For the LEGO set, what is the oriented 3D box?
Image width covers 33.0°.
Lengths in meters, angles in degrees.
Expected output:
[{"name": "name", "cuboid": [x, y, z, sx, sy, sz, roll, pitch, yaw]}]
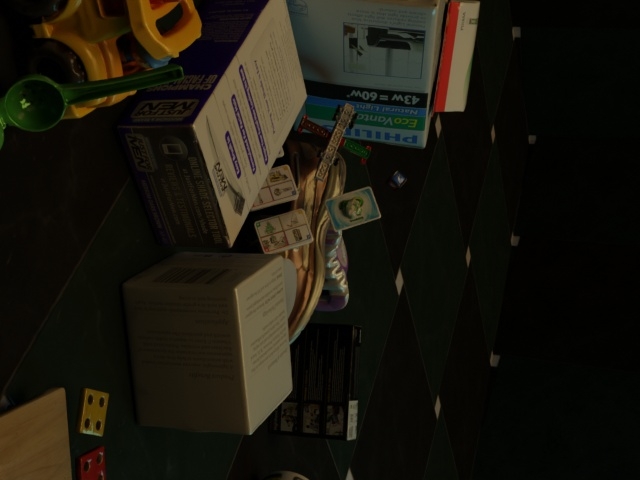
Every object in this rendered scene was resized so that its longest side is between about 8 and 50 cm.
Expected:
[{"name": "LEGO set", "cuboid": [-0.003, -0.094, 1.566, 0.060, 0.244, 0.182, 146, -75, -71]}]

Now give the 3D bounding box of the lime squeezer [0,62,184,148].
[{"name": "lime squeezer", "cuboid": [-0.279, -0.098, 0.995, 0.310, 0.110, 0.059, -34, 147, -30]}]

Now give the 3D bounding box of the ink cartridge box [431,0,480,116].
[{"name": "ink cartridge box", "cuboid": [0.221, -0.297, 1.747, 0.225, 0.056, 0.181, -64, 161, -74]}]

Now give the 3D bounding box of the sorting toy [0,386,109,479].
[{"name": "sorting toy", "cuboid": [-0.291, 0.218, 1.040, 0.274, 0.046, 0.132, -24, 113, -68]}]

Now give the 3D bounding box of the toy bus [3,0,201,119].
[{"name": "toy bus", "cuboid": [-0.187, -0.239, 1.070, 0.149, 0.211, 0.220, -62, 148, -54]}]

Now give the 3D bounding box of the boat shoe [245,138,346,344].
[{"name": "boat shoe", "cuboid": [-0.060, 0.001, 1.601, 0.116, 0.123, 0.324, 23, 70, -32]}]

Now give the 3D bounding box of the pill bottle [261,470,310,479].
[{"name": "pill bottle", "cuboid": [-0.069, 0.434, 1.581, 0.184, 0.103, 0.103, -62, 147, -50]}]

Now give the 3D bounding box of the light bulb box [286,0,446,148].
[{"name": "light bulb box", "cuboid": [0.087, -0.392, 1.678, 0.361, 0.225, 0.358, 87, 13, -62]}]

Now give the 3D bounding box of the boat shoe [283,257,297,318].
[{"name": "boat shoe", "cuboid": [-0.104, 0.123, 1.489, 0.080, 0.076, 0.228, 47, 56, -50]}]

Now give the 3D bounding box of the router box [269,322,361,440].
[{"name": "router box", "cuboid": [-0.008, 0.218, 1.693, 0.046, 0.133, 0.179, 19, 73, -68]}]

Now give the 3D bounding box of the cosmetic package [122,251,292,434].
[{"name": "cosmetic package", "cuboid": [-0.133, 0.121, 1.319, 0.151, 0.151, 0.184, -37, 127, -66]}]

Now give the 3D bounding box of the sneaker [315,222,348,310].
[{"name": "sneaker", "cuboid": [0.000, 0.000, 1.781, 0.104, 0.095, 0.236, -74, 161, -51]}]

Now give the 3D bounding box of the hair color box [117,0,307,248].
[{"name": "hair color box", "cuboid": [-0.126, -0.167, 1.390, 0.339, 0.110, 0.185, -69, 153, -47]}]
